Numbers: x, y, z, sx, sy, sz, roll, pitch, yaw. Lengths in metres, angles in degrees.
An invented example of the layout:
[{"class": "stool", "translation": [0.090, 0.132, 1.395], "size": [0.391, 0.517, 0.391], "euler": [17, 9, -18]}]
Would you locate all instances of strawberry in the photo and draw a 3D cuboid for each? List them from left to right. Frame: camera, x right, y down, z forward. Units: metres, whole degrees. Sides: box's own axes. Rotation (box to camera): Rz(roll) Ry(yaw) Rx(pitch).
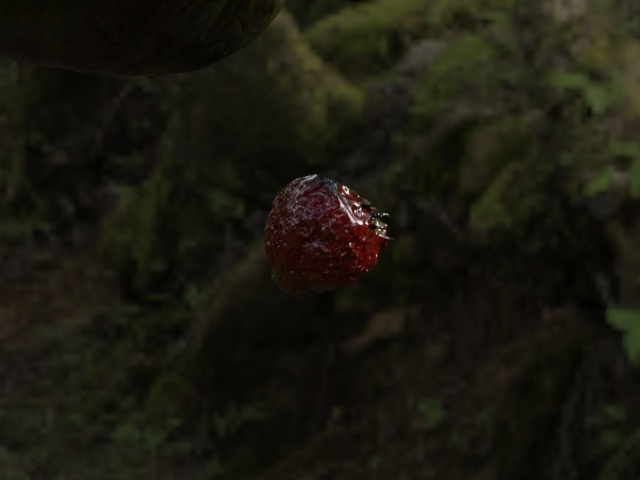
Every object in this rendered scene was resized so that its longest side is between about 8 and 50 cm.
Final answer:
[{"class": "strawberry", "translation": [-0.001, 0.000, 1.543], "size": [0.106, 0.106, 0.106], "euler": [1, 12, 0]}]

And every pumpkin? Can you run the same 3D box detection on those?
[{"class": "pumpkin", "translation": [-0.126, -0.222, 1.461], "size": [0.312, 0.169, 0.148], "euler": [-42, -14, -13]}]
